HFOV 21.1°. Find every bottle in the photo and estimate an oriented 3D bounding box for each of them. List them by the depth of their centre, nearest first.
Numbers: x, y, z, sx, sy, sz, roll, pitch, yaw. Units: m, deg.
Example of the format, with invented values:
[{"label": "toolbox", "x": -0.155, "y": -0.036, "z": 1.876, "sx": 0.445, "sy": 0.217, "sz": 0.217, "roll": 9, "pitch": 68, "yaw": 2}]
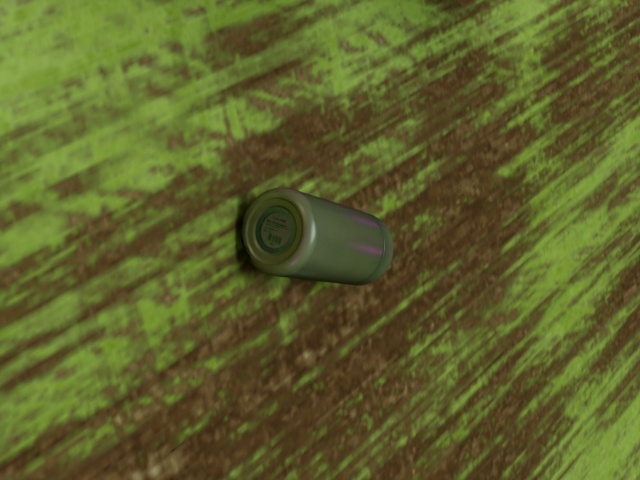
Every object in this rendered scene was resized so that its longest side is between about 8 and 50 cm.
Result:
[{"label": "bottle", "x": 0.000, "y": 0.000, "z": 0.897, "sx": 0.096, "sy": 0.045, "sz": 0.045, "roll": 12, "pitch": 77, "yaw": -60}]
